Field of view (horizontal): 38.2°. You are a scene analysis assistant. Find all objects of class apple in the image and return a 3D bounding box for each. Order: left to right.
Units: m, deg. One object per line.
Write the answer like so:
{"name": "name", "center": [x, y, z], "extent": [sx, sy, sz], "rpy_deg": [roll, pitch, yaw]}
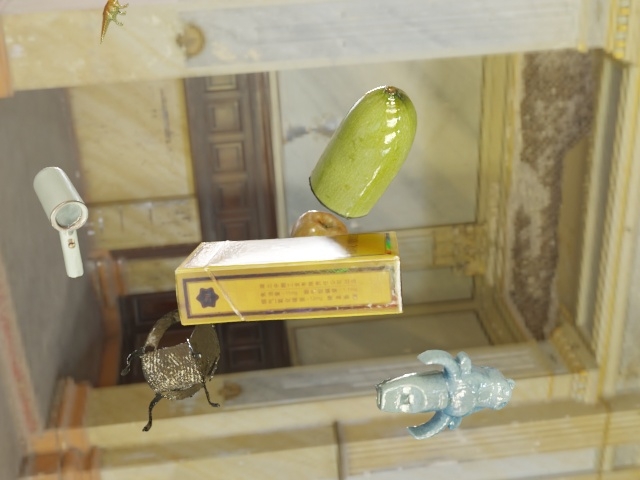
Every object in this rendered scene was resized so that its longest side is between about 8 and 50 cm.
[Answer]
{"name": "apple", "center": [0.002, 0.000, 1.836], "extent": [0.126, 0.126, 0.102], "rpy_deg": [-103, -148, -55]}

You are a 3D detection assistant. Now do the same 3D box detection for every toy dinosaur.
{"name": "toy dinosaur", "center": [-0.350, -0.380, 1.567], "extent": [0.026, 0.041, 0.113], "rpy_deg": [-94, -161, -49]}

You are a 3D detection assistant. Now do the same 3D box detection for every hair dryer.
{"name": "hair dryer", "center": [-0.502, -0.021, 1.837], "extent": [0.131, 0.073, 0.236], "rpy_deg": [50, -27, 41]}

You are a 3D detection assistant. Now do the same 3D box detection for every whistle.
{"name": "whistle", "center": [0.229, 0.271, 1.666], "extent": [0.093, 0.269, 0.180], "rpy_deg": [-124, -147, -57]}

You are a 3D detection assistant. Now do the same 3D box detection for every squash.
{"name": "squash", "center": [0.085, -0.158, 1.551], "extent": [0.247, 0.132, 0.132], "rpy_deg": [125, -35, -46]}

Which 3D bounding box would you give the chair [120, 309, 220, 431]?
{"name": "chair", "center": [-0.260, 0.229, 1.714], "extent": [0.213, 0.149, 0.174], "rpy_deg": [-86, 160, -70]}

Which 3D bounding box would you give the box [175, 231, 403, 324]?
{"name": "box", "center": [-0.037, 0.049, 1.308], "extent": [0.193, 0.301, 0.084], "rpy_deg": [-72, 159, -80]}
